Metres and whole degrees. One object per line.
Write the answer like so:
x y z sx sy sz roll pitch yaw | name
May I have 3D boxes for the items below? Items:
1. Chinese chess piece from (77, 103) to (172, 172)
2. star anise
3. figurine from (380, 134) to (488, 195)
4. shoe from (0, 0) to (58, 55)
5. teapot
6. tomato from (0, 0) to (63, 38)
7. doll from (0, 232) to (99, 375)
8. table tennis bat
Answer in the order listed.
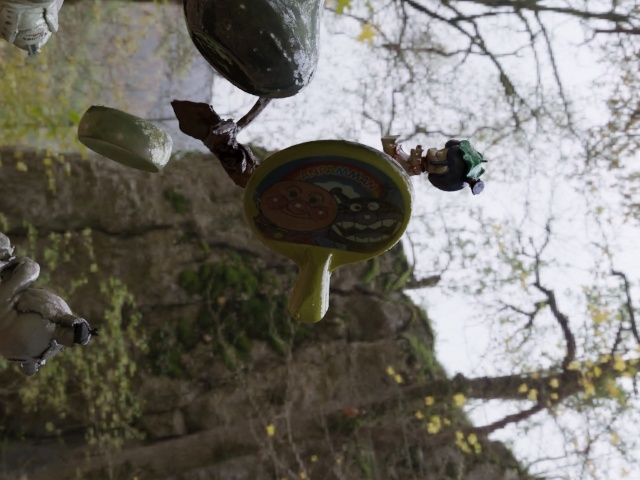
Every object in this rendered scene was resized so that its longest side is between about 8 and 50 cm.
-0.299 -0.156 1.199 0.144 0.144 0.058 161 -51 -75 | Chinese chess piece
-0.105 -0.159 1.073 0.140 0.144 0.158 45 -8 42 | star anise
0.208 -0.139 1.431 0.111 0.195 0.102 -42 135 -67 | figurine
-0.476 -0.401 1.272 0.342 0.132 0.210 44 -35 46 | shoe
-0.035 -0.299 0.927 0.183 0.251 0.183 38 -11 9 | teapot
-0.689 -0.565 1.711 0.222 0.270 0.270 92 -11 -74 | tomato
-0.387 0.086 0.983 0.149 0.192 0.095 -37 -164 31 | doll
0.000 0.000 1.077 0.368 0.224 0.054 104 -9 -49 | table tennis bat
